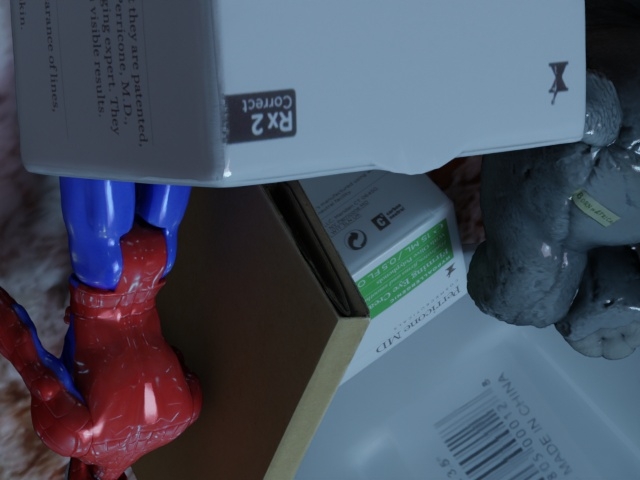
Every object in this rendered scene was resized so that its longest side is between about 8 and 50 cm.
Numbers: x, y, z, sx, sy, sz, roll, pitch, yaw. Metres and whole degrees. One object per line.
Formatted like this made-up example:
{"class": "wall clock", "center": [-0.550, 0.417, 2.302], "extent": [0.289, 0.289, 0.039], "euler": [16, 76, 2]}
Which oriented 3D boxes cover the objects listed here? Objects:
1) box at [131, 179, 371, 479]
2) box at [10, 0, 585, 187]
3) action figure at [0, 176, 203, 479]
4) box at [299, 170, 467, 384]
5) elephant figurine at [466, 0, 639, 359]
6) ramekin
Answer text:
{"class": "box", "center": [-0.049, 0.042, 0.865], "extent": [0.021, 0.164, 0.201], "euler": [-6, 139, -31]}
{"class": "box", "center": [-0.007, -0.117, 0.692], "extent": [0.181, 0.119, 0.181], "euler": [-9, 101, -42]}
{"class": "action figure", "center": [-0.102, -0.018, 0.833], "extent": [0.091, 0.139, 0.280], "euler": [-9, 114, -39]}
{"class": "box", "center": [0.000, 0.000, 0.937], "extent": [0.101, 0.102, 0.087], "euler": [-36, 151, -11]}
{"class": "elephant figurine", "center": [0.131, -0.076, 0.930], "extent": [0.169, 0.239, 0.186], "euler": [13, 137, -16]}
{"class": "ramekin", "center": [0.089, 0.135, 1.008], "extent": [0.277, 0.277, 0.135], "euler": [-32, 166, -16]}
